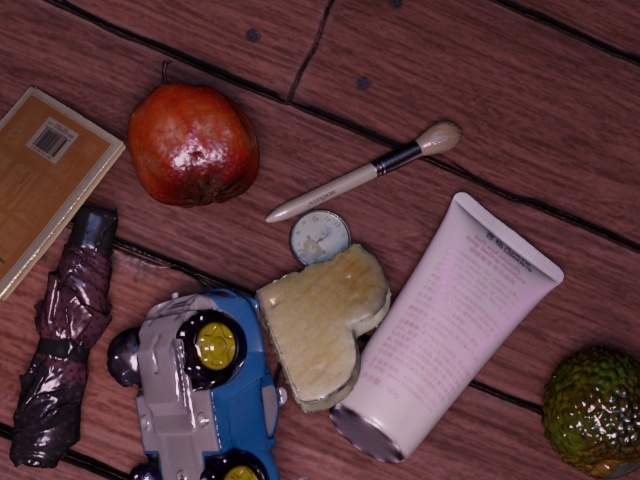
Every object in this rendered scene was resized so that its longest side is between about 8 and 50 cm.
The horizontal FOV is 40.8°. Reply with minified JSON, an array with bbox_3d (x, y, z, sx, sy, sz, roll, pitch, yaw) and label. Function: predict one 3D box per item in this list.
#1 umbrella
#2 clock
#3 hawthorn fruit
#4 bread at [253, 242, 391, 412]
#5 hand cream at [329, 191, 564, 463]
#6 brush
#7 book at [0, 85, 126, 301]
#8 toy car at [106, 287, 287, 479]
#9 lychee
[{"bbox_3d":[-0.305,0.112,1.045,0.090,0.094,0.326,15,79,-21],"label":"umbrella"},{"bbox_3d":[0.000,0.000,1.147,0.085,0.017,0.085,2,80,-9],"label":"clock"},{"bbox_3d":[-0.165,-0.136,1.077,0.157,0.157,0.194,-21,80,-12],"label":"hawthorn fruit"},{"bbox_3d":[-0.010,0.107,1.079,0.172,0.064,0.232,13,58,17],"label":"bread"},{"bbox_3d":[0.154,0.116,1.116,0.185,0.118,0.359,39,70,4],"label":"hand cream"},{"bbox_3d":[0.059,-0.092,1.167,0.299,0.039,0.042,-25,82,-9],"label":"brush"},{"bbox_3d":[-0.377,-0.064,1.073,0.170,0.018,0.242,31,77,19],"label":"book"},{"bbox_3d":[-0.127,0.212,1.020,0.166,0.198,0.314,-5,82,-42],"label":"toy car"},{"bbox_3d":[0.360,0.213,1.105,0.171,0.171,0.171,1,80,-9],"label":"lychee"}]
